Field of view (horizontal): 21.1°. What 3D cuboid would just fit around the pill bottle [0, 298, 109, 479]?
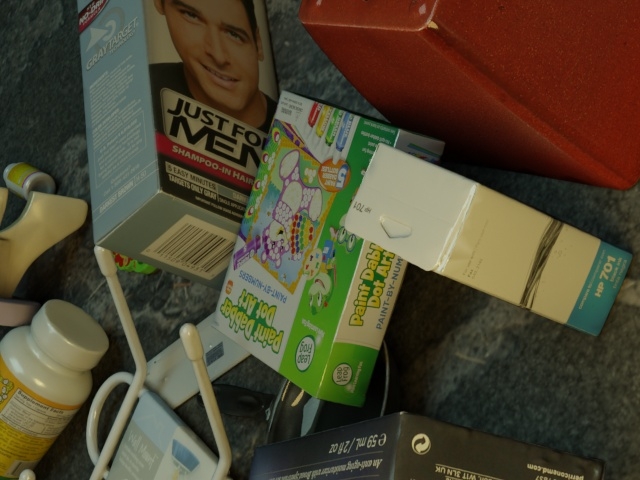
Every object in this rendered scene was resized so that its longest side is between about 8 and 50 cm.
[{"bbox_3d":[-0.330,0.171,1.938,0.208,0.117,0.118,-51,40,19],"label":"pill bottle"}]

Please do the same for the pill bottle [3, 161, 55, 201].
[{"bbox_3d":[-0.369,-0.074,2.170,0.083,0.043,0.043,27,93,52],"label":"pill bottle"}]

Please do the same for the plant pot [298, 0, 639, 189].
[{"bbox_3d":[0.142,-0.220,1.475,0.267,0.235,0.267,14,83,53],"label":"plant pot"}]

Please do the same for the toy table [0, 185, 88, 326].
[{"bbox_3d":[-0.413,0.009,2.036,0.274,0.252,0.161,9,90,60],"label":"toy table"}]

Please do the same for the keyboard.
[{"bbox_3d":[-0.110,0.111,1.794,0.256,0.014,0.072,-37,52,34],"label":"keyboard"}]

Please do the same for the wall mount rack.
[{"bbox_3d":[-0.181,0.188,1.723,0.350,0.130,0.304,36,108,51],"label":"wall mount rack"}]

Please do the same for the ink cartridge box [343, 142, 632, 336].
[{"bbox_3d":[0.137,0.000,1.404,0.139,0.190,0.082,28,94,52],"label":"ink cartridge box"}]

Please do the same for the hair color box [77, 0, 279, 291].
[{"bbox_3d":[-0.144,-0.144,1.819,0.113,0.185,0.375,-37,46,33],"label":"hair color box"}]

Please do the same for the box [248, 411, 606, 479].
[{"bbox_3d":[0.051,0.302,1.300,0.296,0.182,0.294,152,130,-64],"label":"box"}]

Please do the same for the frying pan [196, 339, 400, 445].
[{"bbox_3d":[-0.025,0.187,1.617,0.326,0.053,0.197,-33,42,48],"label":"frying pan"}]

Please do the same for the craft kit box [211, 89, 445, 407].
[{"bbox_3d":[0.000,0.000,1.584,0.250,0.061,0.247,25,102,62],"label":"craft kit box"}]

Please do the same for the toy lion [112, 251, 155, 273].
[{"bbox_3d":[-0.204,0.001,1.948,0.096,0.034,0.100,-53,39,28],"label":"toy lion"}]
